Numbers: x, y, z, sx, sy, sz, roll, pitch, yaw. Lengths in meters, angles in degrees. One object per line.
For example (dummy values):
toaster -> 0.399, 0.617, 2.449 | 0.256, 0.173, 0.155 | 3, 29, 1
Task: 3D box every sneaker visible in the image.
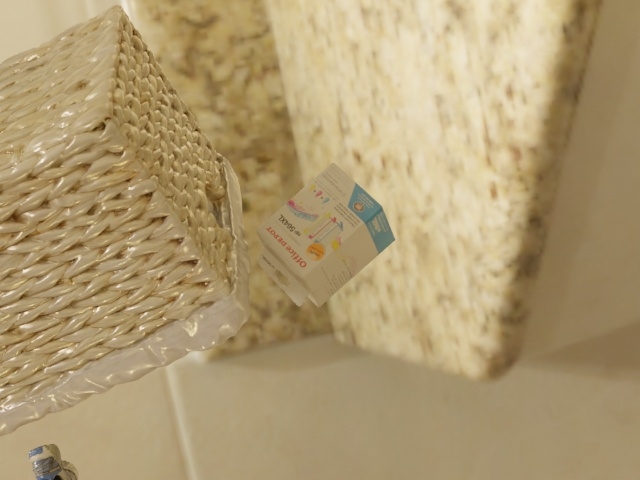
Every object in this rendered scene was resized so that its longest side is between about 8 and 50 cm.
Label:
sneaker -> -0.365, 0.331, 1.692 | 0.135, 0.052, 0.058 | 73, 180, -59

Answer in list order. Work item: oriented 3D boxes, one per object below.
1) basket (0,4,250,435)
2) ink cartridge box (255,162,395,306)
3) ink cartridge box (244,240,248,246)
basket -> -0.273, -0.026, 1.279 | 0.328, 0.331, 0.266 | -101, -15, -60
ink cartridge box -> 0.000, 0.000, 1.452 | 0.092, 0.143, 0.090 | 44, 170, 27
ink cartridge box -> -0.191, 0.053, 1.865 | 0.056, 0.181, 0.225 | 34, -179, -11
